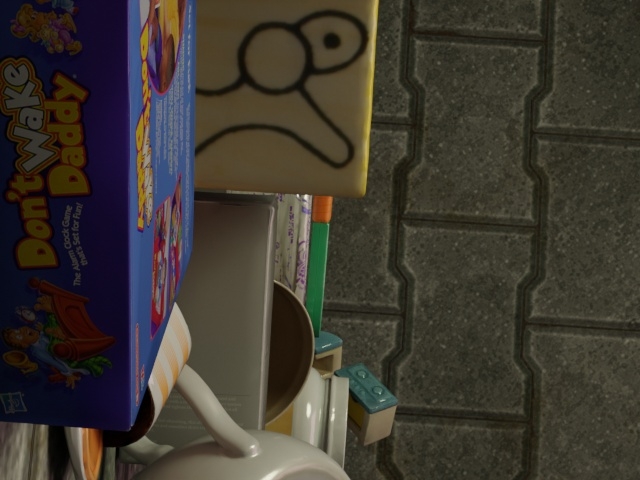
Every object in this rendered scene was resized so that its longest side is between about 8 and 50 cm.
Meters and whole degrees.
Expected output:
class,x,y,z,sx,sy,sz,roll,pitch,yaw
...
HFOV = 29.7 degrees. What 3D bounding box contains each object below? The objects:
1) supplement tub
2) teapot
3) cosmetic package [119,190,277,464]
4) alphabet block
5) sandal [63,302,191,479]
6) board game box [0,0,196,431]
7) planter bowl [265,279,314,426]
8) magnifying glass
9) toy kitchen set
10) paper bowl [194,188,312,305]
class,x,y,z,sx,sy,sz,roll,pitch,yaw
supplement tub,-0.072,0.203,1.310,0.144,0.200,0.144,4,90,-90
teapot,-0.095,0.256,0.959,0.252,0.187,0.256,46,60,-46
cosmetic package,-0.105,0.075,1.061,0.107,0.127,0.238,-80,176,-85
alphabet block,-0.055,-0.152,0.958,0.193,0.197,0.192,-85,179,-68
sandal,-0.130,0.054,0.872,0.102,0.076,0.265,93,1,-47
board game box,-0.121,-0.106,0.666,0.233,0.078,0.347,-84,178,-67
planter bowl,-0.101,0.099,1.197,0.109,0.162,0.162,-154,-115,-61
magnifying glass,0.000,0.000,1.377,0.092,0.026,0.231,-86,179,-74
toy kitchen set,-0.039,0.174,1.419,0.166,0.207,0.122,44,-39,45
paper bowl,-0.083,-0.027,1.368,0.284,0.148,0.284,3,90,-89
